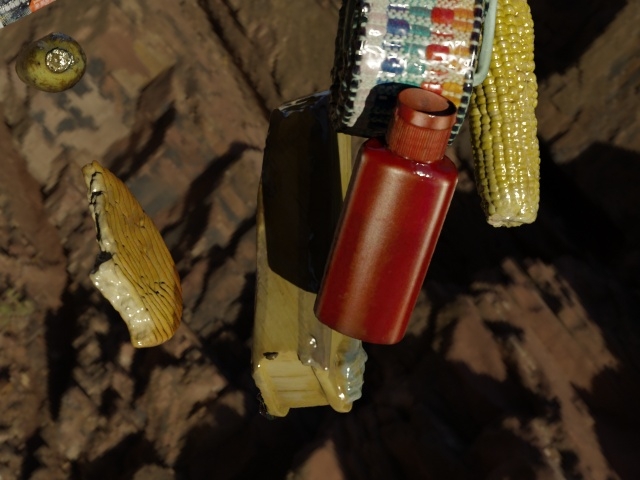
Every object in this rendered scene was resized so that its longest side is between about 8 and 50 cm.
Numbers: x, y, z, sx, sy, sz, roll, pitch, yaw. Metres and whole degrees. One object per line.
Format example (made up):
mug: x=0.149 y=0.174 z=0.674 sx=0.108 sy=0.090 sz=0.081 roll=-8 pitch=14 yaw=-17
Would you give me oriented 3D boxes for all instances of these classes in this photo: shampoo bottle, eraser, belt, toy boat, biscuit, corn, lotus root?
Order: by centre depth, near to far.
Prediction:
shampoo bottle: x=0.069 y=-0.021 z=1.040 sx=0.102 sy=0.260 sz=0.064 roll=18 pitch=31 yaw=4
belt: x=0.106 y=-0.243 z=1.126 sx=0.207 sy=0.160 sz=0.295 roll=115 pitch=-16 yaw=-70
eraser: x=-0.319 y=-0.258 z=1.137 sx=0.019 sy=0.099 sz=0.027 roll=37 pitch=-25 yaw=43
biscuit: x=-0.215 y=0.009 z=1.171 sx=0.229 sy=0.031 sz=0.176 roll=61 pitch=15 yaw=6
corn: x=0.206 y=-0.160 z=1.194 sx=0.086 sy=0.086 sz=0.288 roll=4 pitch=80 yaw=-70
toy boat: x=0.000 y=0.000 z=1.320 sx=0.162 sy=0.136 sz=0.446 roll=31 pitch=55 yaw=-55
lotus root: x=-0.387 y=-0.253 z=1.515 sx=0.179 sy=0.089 sz=0.081 roll=11 pitch=-51 yaw=63
